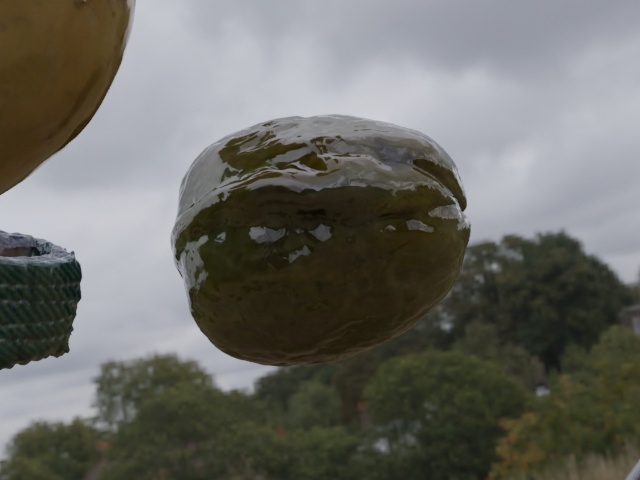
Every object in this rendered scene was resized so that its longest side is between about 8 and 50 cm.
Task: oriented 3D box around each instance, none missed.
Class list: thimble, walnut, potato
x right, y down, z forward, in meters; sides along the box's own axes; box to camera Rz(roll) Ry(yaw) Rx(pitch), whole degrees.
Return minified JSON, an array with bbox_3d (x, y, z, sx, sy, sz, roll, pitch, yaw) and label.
[{"bbox_3d":[-0.256,0.040,0.942,0.118,0.090,0.135,20,11,39],"label":"thimble"},{"bbox_3d":[0.000,0.000,1.152,0.282,0.227,0.283,-4,-29,-2],"label":"walnut"},{"bbox_3d":[-0.147,-0.064,0.475,0.178,0.118,0.109,-45,-21,8],"label":"potato"}]

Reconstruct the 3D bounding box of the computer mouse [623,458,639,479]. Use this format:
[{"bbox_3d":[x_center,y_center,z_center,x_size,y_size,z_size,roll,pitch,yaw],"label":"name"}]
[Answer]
[{"bbox_3d":[0.210,0.170,0.746,0.232,0.057,0.120,-57,3,20],"label":"computer mouse"}]
